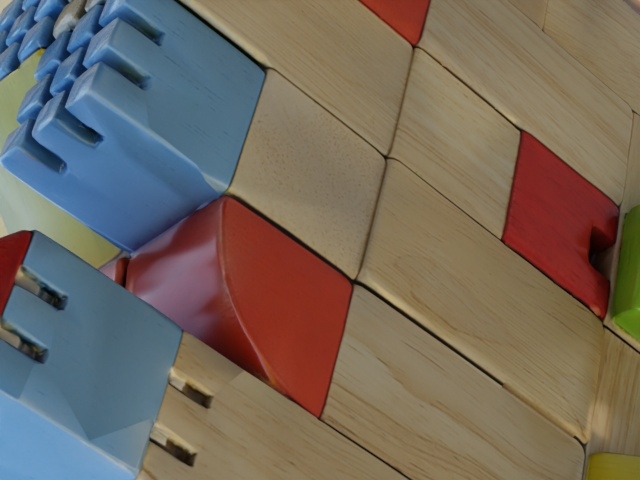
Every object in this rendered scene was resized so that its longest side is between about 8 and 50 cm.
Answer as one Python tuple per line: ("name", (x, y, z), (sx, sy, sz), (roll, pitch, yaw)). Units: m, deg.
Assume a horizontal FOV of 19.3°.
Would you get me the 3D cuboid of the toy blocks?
("toy blocks", (0.000, 0.000, 0.595), (0.261, 0.191, 0.381), (36, -133, -24))
